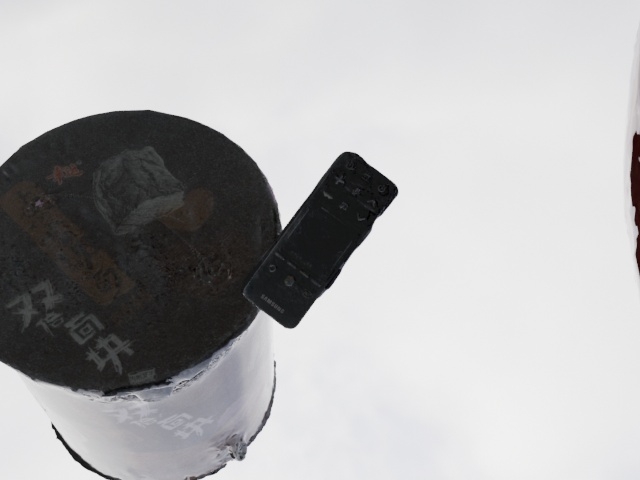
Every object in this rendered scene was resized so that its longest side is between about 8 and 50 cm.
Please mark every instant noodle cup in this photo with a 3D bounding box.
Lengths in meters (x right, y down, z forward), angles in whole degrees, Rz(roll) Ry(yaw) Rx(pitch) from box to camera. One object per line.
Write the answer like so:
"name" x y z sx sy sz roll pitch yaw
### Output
"instant noodle cup" -0.124 0.054 1.171 0.218 0.207 0.217 -2 -122 3

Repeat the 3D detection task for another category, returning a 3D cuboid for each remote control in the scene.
"remote control" 0.000 0.000 0.886 0.039 0.014 0.096 37 -87 8

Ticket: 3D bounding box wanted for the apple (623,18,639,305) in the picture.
"apple" 0.255 -0.029 0.520 0.345 0.269 0.344 5 -78 26
